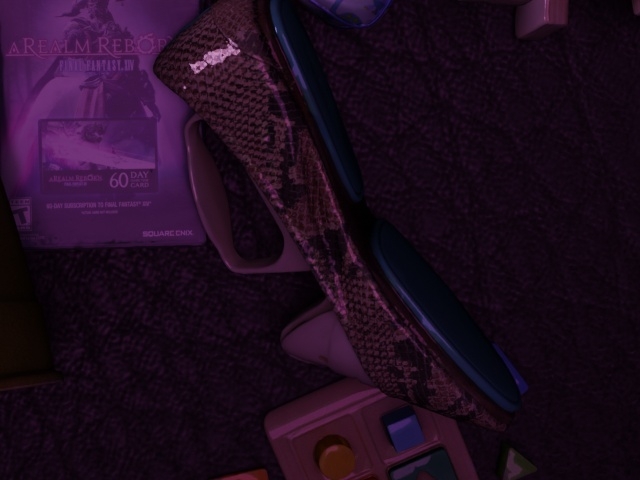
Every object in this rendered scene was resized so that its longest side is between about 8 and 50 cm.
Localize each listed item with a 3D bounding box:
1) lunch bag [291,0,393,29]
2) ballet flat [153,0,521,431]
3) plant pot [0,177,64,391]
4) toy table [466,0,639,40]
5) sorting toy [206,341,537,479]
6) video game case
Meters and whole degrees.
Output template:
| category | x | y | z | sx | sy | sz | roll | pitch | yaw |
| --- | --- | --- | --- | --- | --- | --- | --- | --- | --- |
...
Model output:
| category | x | y | z | sx | sy | sz | roll | pitch | yaw |
| --- | --- | --- | --- | --- | --- | --- | --- | --- | --- |
| lunch bag | -0.002 | -0.313 | 1.458 | 0.219 | 0.090 | 0.176 | 31 | 93 | -10 |
| ballet flat | 0.000 | 0.000 | 1.477 | 0.182 | 0.164 | 0.483 | -29 | 100 | 15 |
| plant pot | -0.422 | -0.028 | 1.330 | 0.366 | 0.366 | 0.353 | -7 | 87 | -7 |
| toy table | 0.244 | -0.290 | 1.430 | 0.274 | 0.252 | 0.161 | -1 | 83 | -7 |
| sorting toy | 0.058 | 0.231 | 1.557 | 0.347 | 0.047 | 0.196 | -23 | 100 | -4 |
| video game case | -0.208 | -0.128 | 1.488 | 0.196 | 0.026 | 0.274 | -2 | 98 | -8 |
